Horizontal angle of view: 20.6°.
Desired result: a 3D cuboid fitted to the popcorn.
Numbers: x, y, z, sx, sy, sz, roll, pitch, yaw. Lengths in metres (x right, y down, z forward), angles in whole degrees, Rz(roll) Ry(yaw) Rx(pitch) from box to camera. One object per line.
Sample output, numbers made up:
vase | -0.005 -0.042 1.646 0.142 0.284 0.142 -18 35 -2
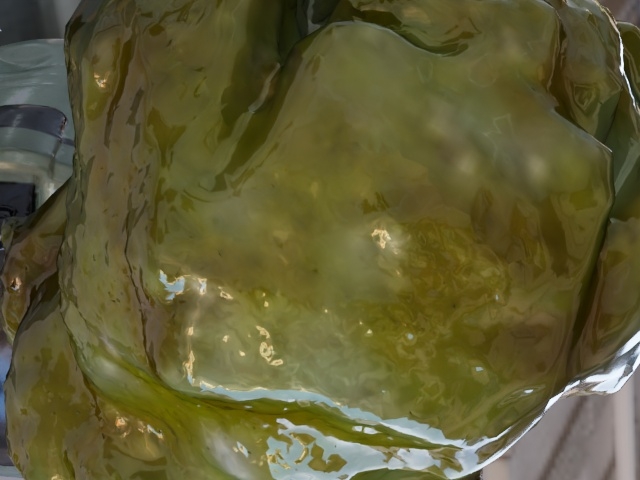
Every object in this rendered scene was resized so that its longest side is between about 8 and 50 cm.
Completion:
popcorn | 0.001 0.006 0.612 0.225 0.276 0.276 34 -133 24

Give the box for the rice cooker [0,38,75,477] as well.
rice cooker | -0.169 0.011 1.043 0.226 0.226 0.244 -6 -150 2

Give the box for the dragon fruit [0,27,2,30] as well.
dragon fruit | -0.369 -0.206 1.326 0.189 0.261 0.163 -27 -148 34
